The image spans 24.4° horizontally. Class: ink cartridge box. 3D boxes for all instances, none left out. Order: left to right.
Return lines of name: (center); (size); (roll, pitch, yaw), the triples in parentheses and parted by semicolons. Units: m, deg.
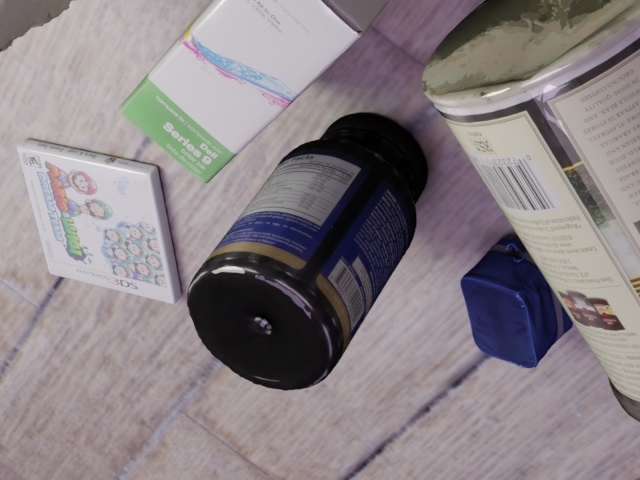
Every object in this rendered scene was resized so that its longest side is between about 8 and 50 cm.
ink cartridge box: (-0.029, -0.158, 1.055); (0.093, 0.154, 0.212); (41, 136, -7)

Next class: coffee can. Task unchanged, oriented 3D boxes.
coffee can: (0.221, -0.043, 0.971); (0.201, 0.201, 0.275); (-16, 118, 40)

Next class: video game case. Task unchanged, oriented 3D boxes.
video game case: (-0.206, -0.017, 1.387); (0.143, 0.019, 0.157); (13, 133, 21)

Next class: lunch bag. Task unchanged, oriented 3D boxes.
lunch bag: (0.159, 0.044, 1.188); (0.067, 0.065, 0.098); (19, 138, 38)

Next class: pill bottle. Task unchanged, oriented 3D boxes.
pill bottle: (0.000, 0.000, 1.130); (0.123, 0.219, 0.123); (17, 134, 18)

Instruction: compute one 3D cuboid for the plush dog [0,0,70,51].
plush dog: (-0.250, -0.272, 1.105); (0.225, 0.210, 0.262); (31, 111, 24)
